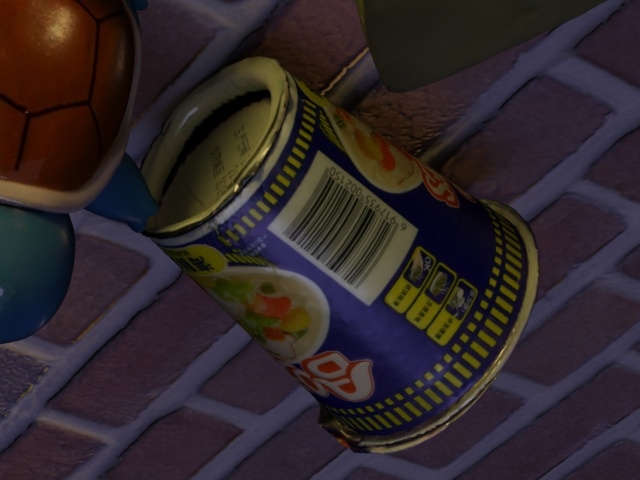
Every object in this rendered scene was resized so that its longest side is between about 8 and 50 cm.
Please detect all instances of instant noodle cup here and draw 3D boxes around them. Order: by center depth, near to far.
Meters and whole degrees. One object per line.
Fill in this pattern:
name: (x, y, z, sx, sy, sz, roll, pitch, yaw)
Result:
instant noodle cup: (0.000, 0.000, 1.639, 0.284, 0.284, 0.312, -32, 127, 28)

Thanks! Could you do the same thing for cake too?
cake: (0.154, -0.225, 1.463, 0.283, 0.158, 0.172, -3, 142, -9)

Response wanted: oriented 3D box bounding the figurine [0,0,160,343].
figurine: (-0.238, -0.128, 1.451, 0.298, 0.243, 0.416, 13, 98, -28)
